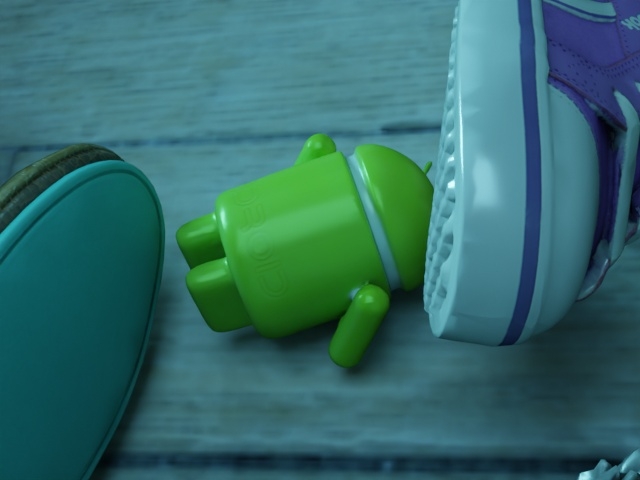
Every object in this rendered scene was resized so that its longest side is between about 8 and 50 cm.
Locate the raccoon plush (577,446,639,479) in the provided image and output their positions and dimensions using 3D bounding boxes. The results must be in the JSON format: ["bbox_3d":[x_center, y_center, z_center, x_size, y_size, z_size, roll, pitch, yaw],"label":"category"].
[{"bbox_3d":[0.067,0.115,0.374,0.299,0.216,0.446,19,34,30],"label":"raccoon plush"}]

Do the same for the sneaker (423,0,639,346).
[{"bbox_3d":[0.127,-0.046,0.428,0.161,0.102,0.282,10,29,12],"label":"sneaker"}]

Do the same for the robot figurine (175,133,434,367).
[{"bbox_3d":[0.000,0.000,0.506,0.115,0.067,0.101,-19,50,1],"label":"robot figurine"}]

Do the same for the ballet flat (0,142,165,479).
[{"bbox_3d":[-0.163,0.112,0.464,0.124,0.116,0.343,-6,58,32],"label":"ballet flat"}]
